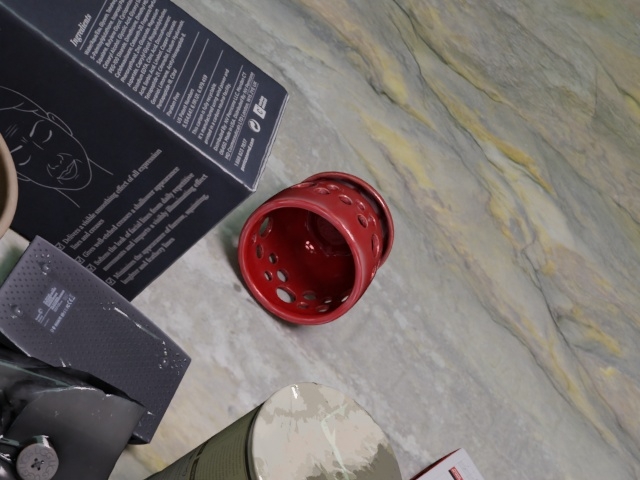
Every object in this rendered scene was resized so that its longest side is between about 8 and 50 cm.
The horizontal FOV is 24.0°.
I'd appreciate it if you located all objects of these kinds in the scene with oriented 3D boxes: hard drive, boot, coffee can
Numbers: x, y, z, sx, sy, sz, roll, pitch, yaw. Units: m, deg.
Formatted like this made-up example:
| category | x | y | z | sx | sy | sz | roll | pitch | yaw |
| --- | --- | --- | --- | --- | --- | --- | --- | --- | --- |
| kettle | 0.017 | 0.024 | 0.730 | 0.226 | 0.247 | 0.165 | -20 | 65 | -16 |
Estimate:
| category | x | y | z | sx | sy | sz | roll | pitch | yaw |
| --- | --- | --- | --- | --- | --- | --- | --- | --- | --- |
| hard drive | -0.290 | 0.128 | 1.845 | 0.254 | 0.054 | 0.172 | 40 | 40 | -14 |
| boot | -0.276 | 0.344 | 1.435 | 0.367 | 0.146 | 0.445 | 25 | 79 | -29 |
| coffee can | -0.072 | 0.301 | 1.661 | 0.201 | 0.275 | 0.202 | 23 | 49 | -29 |

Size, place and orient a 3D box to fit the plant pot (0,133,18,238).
| category | x | y | z | sx | sy | sz | roll | pitch | yaw |
| --- | --- | --- | --- | --- | --- | --- | --- | --- | --- |
| plant pot | -0.496 | -0.036 | 1.629 | 0.263 | 0.229 | 0.263 | 25 | 46 | -29 |

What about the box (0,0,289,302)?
| category | x | y | z | sx | sy | sz | roll | pitch | yaw |
| --- | --- | --- | --- | --- | --- | --- | --- | --- | --- |
| box | -0.293 | -0.161 | 1.878 | 0.395 | 0.293 | 0.212 | 36 | 40 | -19 |

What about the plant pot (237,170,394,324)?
| category | x | y | z | sx | sy | sz | roll | pitch | yaw |
| --- | --- | --- | --- | --- | --- | --- | --- | --- | --- |
| plant pot | 0.000 | 0.000 | 2.132 | 0.191 | 0.191 | 0.174 | 48 | 32 | -4 |

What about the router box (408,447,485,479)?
| category | x | y | z | sx | sy | sz | roll | pitch | yaw |
| --- | --- | --- | --- | --- | --- | --- | --- | --- | --- |
| router box | 0.179 | 0.482 | 2.007 | 0.301 | 0.082 | 0.335 | -23 | 77 | -50 |
